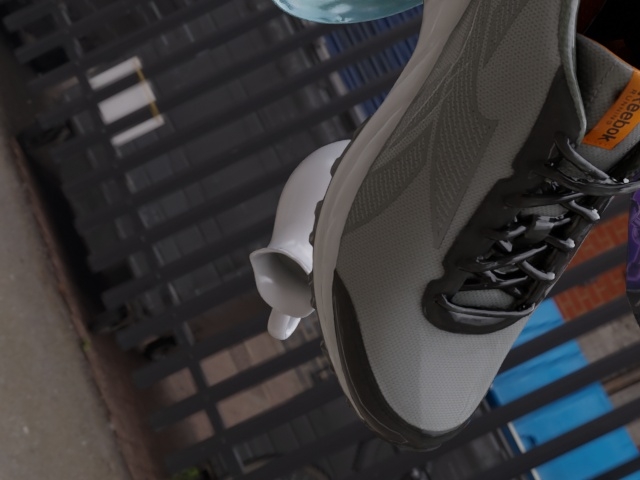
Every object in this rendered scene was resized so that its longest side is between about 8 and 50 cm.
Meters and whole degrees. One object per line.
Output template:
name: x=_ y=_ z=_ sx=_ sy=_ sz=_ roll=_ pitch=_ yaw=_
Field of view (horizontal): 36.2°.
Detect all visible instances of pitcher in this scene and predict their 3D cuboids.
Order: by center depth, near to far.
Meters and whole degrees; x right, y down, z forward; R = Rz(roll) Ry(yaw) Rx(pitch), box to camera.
pitcher: x=0.000 y=0.000 z=1.097 sx=0.125 sy=0.207 sz=0.178 roll=26 pitch=-37 yaw=9

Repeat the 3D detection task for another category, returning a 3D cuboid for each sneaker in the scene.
sneaker: x=0.074 y=-0.031 z=0.382 sx=0.108 sy=0.100 sz=0.271 roll=45 pitch=-57 yaw=54

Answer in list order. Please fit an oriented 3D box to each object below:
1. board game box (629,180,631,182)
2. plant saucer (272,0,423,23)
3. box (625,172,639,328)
board game box: x=0.514 y=-0.163 z=1.087 sx=0.064 sy=0.316 sz=0.242 roll=47 pitch=53 yaw=-56
plant saucer: x=0.078 y=-0.376 z=1.216 sx=0.317 sy=0.317 sz=0.044 roll=56 pitch=17 yaw=-71
box: x=0.314 y=-0.033 z=0.723 sx=0.108 sy=0.153 sz=0.207 roll=45 pitch=48 yaw=-53
